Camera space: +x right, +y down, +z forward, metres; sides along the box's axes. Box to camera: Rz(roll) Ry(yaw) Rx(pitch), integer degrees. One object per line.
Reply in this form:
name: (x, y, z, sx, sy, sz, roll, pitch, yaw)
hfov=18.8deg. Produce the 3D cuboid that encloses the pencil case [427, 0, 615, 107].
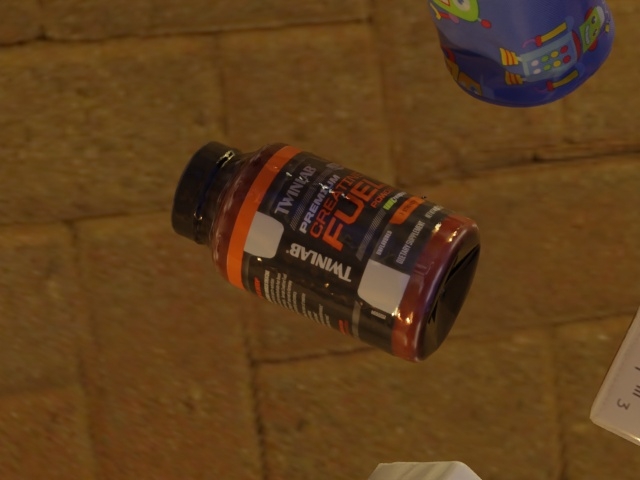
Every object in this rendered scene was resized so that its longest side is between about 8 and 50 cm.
pencil case: (0.105, -0.222, 1.256, 0.119, 0.133, 0.306, -52, 144, -20)

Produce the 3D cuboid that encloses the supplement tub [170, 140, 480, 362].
supplement tub: (0.000, 0.000, 1.293, 0.198, 0.106, 0.106, 22, 83, 16)

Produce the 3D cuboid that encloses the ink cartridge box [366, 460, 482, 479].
ink cartridge box: (0.050, 0.293, 1.146, 0.197, 0.114, 0.273, 44, 66, -14)

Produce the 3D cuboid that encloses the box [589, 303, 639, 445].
box: (0.151, -0.095, 0.370, 0.067, 0.063, 0.324, 26, 99, 11)
